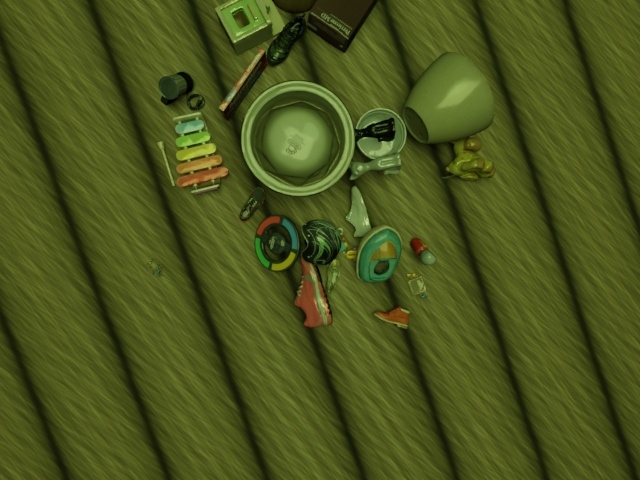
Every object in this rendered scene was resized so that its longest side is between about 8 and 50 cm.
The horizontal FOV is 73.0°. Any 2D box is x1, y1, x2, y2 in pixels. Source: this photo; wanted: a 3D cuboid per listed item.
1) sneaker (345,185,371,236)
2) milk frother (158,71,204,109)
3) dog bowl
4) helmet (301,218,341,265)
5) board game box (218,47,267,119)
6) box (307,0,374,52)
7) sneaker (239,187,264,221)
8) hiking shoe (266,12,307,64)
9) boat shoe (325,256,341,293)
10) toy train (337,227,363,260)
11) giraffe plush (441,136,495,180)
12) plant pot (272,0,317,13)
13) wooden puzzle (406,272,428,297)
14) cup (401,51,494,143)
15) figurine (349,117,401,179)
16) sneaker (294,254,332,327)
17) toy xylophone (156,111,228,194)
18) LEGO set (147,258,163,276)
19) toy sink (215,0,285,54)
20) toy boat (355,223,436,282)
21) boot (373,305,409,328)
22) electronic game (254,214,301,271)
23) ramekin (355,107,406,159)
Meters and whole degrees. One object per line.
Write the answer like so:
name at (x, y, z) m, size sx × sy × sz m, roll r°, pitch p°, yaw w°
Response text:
sneaker at (0.144, -0.116, 1.779) m, size 0.094 × 0.080 × 0.212 m, roll -15°, pitch 93°, yaw 8°
milk frother at (-0.538, -0.575, 1.691) m, size 0.143 × 0.135 × 0.129 m, roll 21°, pitch 120°, yaw -1°
dog bowl at (-0.082, -0.362, 1.590) m, size 0.408 × 0.150 × 0.408 m, roll 0°, pitch 94°, yaw -5°
helmet at (0.000, 0.000, 1.691) m, size 0.169 × 0.169 × 0.162 m, roll 15°, pitch 119°, yaw -4°
board game box at (-0.301, -0.609, 1.702) m, size 0.027 × 0.145 × 0.281 m, roll 35°, pitch 89°, yaw -3°
box at (0.126, -0.983, 1.730) m, size 0.191 × 0.143 × 0.381 m, roll 32°, pitch 90°, yaw -4°
sneaker at (-0.276, -0.143, 1.751) m, size 0.061 × 0.065 × 0.158 m, roll 29°, pitch 89°, yaw -4°
hiking shoe at (-0.141, -0.808, 1.724) m, size 0.086 × 0.114 × 0.227 m, roll 37°, pitch 88°, yaw -3°
boat shoe at (0.053, 0.143, 1.786) m, size 0.056 × 0.048 × 0.153 m, roll 15°, pitch 90°, yaw -4°
toy train at (0.129, 0.013, 1.785) m, size 0.166 × 0.046 × 0.125 m, roll 22°, pitch 100°, yaw -6°
giraffe plush at (0.604, -0.349, 1.778) m, size 0.210 × 0.181 × 0.171 m, roll 0°, pitch 79°, yaw 30°
plant pot at (-0.095, -1.048, 1.655) m, size 0.237 × 0.254 × 0.237 m, roll 0°, pitch 92°, yaw -4°
wooden puzzle at (0.409, 0.190, 1.829) m, size 0.078 × 0.014 × 0.116 m, roll -14°, pitch 92°, yaw 1°
cup at (0.455, -0.504, 1.657) m, size 0.237 × 0.331 × 0.331 m, roll -35°, pitch 93°, yaw -4°
figurine at (0.192, -0.346, 1.668) m, size 0.209 × 0.092 × 0.215 m, roll -10°, pitch 93°, yaw 4°
sneaker at (-0.050, 0.208, 1.748) m, size 0.136 × 0.116 × 0.314 m, roll -17°, pitch 90°, yaw 1°
toy xylophone at (-0.516, -0.333, 1.724) m, size 0.236 × 0.081 × 0.323 m, roll -22°, pitch 92°, yaw -3°
LEGO set at (-0.668, 0.115, 1.749) m, size 0.083 × 0.023 × 0.054 m, roll 31°, pitch 89°, yaw -4°
toy sink at (-0.270, -0.874, 1.706) m, size 0.234 × 0.131 × 0.153 m, roll -28°, pitch 93°, yaw -4°
toy boat at (0.299, 0.057, 1.724) m, size 0.318 × 0.148 × 0.267 m, roll -7°, pitch 125°, yaw -16°
boot at (0.298, 0.308, 1.804) m, size 0.158 × 0.059 × 0.085 m, roll 18°, pitch 87°, yaw -12°
electronic game at (-0.173, 0.012, 1.718) m, size 0.229 × 0.048 × 0.229 m, roll 1°, pitch 92°, yaw 34°
ramekin at (0.235, -0.420, 1.759) m, size 0.207 × 0.109 × 0.207 m, roll 0°, pitch 90°, yaw -4°
